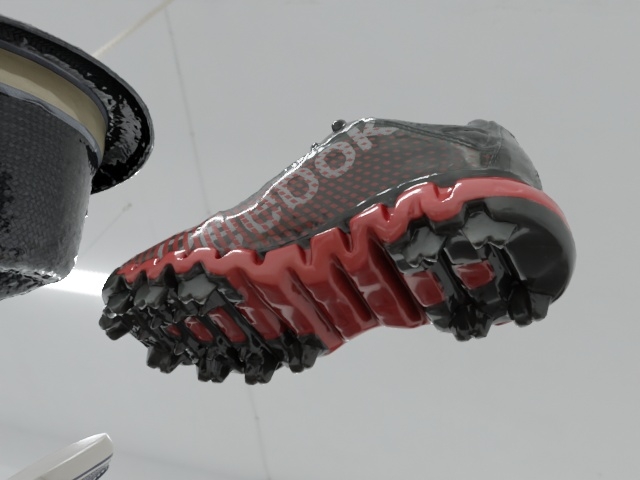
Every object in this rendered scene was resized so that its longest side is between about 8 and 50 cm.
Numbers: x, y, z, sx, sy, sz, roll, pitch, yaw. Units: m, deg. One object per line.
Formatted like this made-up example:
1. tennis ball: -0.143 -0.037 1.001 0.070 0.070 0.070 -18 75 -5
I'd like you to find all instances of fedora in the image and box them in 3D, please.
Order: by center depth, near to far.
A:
1. fedora: -0.288 -0.040 0.583 0.334 0.152 0.334 -6 -18 -2

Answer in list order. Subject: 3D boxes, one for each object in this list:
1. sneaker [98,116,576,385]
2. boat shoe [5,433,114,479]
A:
1. sneaker: 0.000 0.000 0.449 0.276 0.135 0.097 -15 -49 22
2. boat shoe: -0.399 0.408 1.022 0.127 0.341 0.158 -18 -79 58
